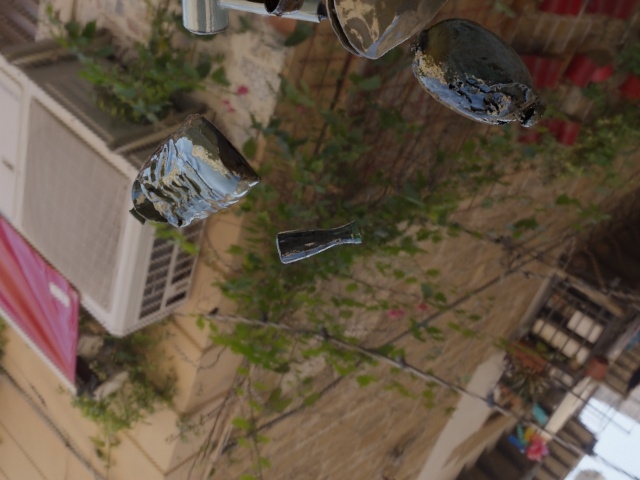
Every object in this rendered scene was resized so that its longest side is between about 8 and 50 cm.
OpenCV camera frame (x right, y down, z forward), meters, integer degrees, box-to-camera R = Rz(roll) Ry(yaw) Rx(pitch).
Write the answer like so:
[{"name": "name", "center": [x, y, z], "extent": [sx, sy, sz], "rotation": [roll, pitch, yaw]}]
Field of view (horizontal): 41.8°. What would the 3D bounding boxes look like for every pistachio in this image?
[{"name": "pistachio", "center": [0.084, -0.320, 0.938], "extent": [0.153, 0.238, 0.138], "rotation": [12, -172, -14]}]

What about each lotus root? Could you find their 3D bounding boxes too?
[{"name": "lotus root", "center": [0.161, -0.161, 0.831], "extent": [0.165, 0.088, 0.088], "rotation": [28, -149, -18]}]

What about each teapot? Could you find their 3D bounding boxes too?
[{"name": "teapot", "center": [0.000, 0.000, 1.092], "extent": [0.110, 0.043, 0.043], "rotation": [-11, -145, 6]}]

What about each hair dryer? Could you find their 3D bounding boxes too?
[{"name": "hair dryer", "center": [-0.100, -0.365, 1.246], "extent": [0.236, 0.131, 0.073], "rotation": [16, -142, 17]}]

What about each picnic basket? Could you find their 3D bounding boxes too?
[{"name": "picnic basket", "center": [-0.069, -0.339, 1.137], "extent": [0.083, 0.072, 0.072], "rotation": [1, -142, -27]}]

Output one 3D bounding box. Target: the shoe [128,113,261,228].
[{"name": "shoe", "center": [-0.154, -0.067, 0.966], "extent": [0.103, 0.275, 0.098], "rotation": [43, -109, -15]}]
